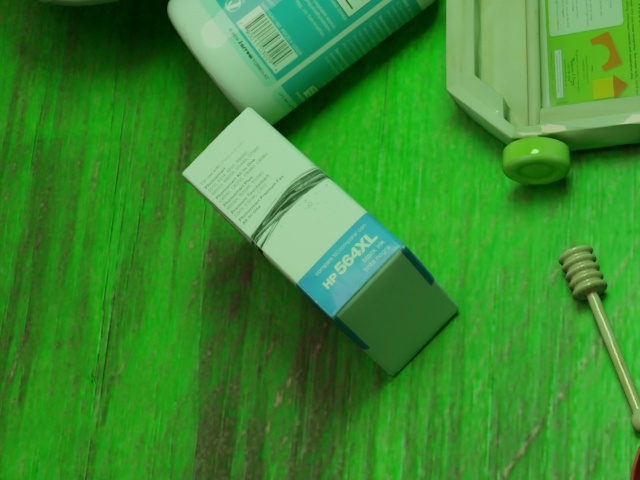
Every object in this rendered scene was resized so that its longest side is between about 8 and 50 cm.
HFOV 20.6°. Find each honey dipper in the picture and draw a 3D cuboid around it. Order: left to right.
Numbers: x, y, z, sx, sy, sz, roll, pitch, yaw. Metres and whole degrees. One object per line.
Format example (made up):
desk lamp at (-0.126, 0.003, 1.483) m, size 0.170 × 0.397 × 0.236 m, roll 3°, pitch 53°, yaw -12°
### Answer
honey dipper at (0.228, 0.079, 1.393) m, size 0.030 × 0.030 × 0.160 m, roll -23°, pitch 65°, yaw 12°

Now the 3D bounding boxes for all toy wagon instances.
toy wagon at (0.274, -0.186, 1.467) m, size 0.344 × 0.068 × 0.267 m, roll -7°, pitch 66°, yaw 19°

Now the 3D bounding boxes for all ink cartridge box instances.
ink cartridge box at (0.000, 0.000, 1.452) m, size 0.086 × 0.148 × 0.203 m, roll -46°, pitch 59°, yaw 0°

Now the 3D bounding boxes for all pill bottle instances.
pill bottle at (0.006, -0.229, 1.553) m, size 0.264 × 0.146 × 0.146 m, roll -37°, pitch 59°, yaw 3°

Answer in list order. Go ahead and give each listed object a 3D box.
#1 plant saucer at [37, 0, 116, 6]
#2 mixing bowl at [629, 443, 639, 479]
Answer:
plant saucer at (-0.142, -0.365, 1.681) m, size 0.400 × 0.100 × 0.400 m, roll -16°, pitch 52°, yaw 22°
mixing bowl at (0.321, 0.184, 1.253) m, size 0.181 × 0.098 × 0.181 m, roll -4°, pitch 81°, yaw 28°
